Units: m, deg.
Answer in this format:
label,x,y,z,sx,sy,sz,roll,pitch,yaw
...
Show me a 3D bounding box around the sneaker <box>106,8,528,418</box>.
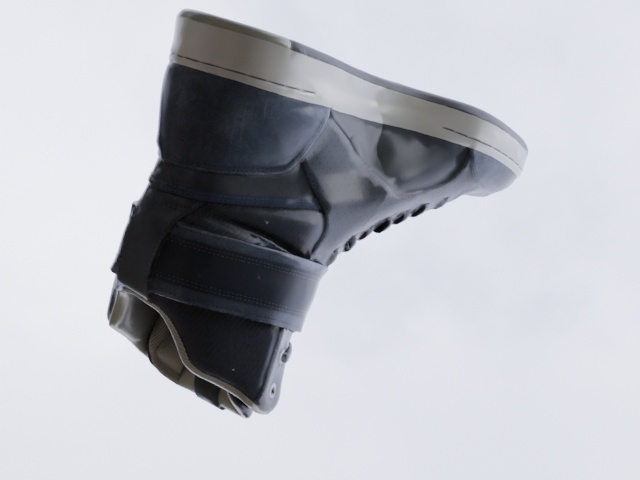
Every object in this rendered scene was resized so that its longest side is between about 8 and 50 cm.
label,x,y,z,sx,sy,sz,roll,pitch,yaw
sneaker,-0.002,-0.001,0.825,0.086,0.226,0.163,17,-87,43
